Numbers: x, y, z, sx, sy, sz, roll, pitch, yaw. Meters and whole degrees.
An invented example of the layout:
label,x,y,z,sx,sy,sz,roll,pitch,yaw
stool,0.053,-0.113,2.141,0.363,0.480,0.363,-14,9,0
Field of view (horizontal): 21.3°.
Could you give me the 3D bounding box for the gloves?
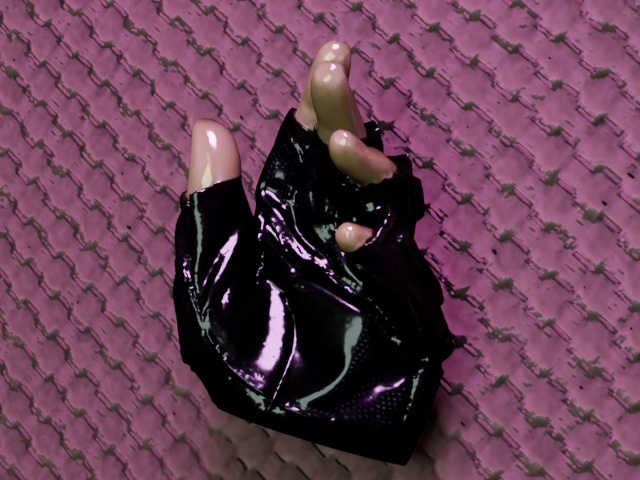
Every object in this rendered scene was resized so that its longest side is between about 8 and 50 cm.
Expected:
label,x,y,z,sx,sy,sz,roll,pitch,yaw
gloves,0.000,0.000,0.892,0.164,0.124,0.203,16,90,11
